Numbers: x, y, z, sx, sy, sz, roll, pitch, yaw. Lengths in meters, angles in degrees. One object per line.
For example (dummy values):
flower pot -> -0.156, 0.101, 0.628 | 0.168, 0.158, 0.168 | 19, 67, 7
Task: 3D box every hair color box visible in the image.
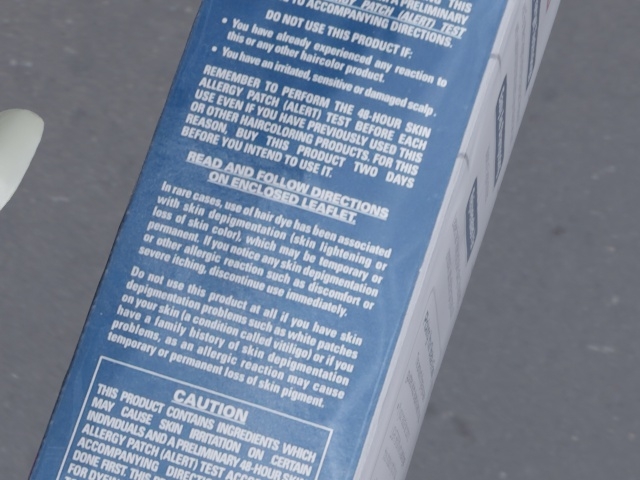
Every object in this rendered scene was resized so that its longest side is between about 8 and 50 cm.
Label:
hair color box -> 0.000, 0.000, 0.600 | 0.105, 0.174, 0.347 | 17, 78, 9

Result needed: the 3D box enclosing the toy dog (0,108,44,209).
toy dog -> -0.490, -0.090, 1.334 | 0.285, 0.395, 0.408 | -32, 116, 24
